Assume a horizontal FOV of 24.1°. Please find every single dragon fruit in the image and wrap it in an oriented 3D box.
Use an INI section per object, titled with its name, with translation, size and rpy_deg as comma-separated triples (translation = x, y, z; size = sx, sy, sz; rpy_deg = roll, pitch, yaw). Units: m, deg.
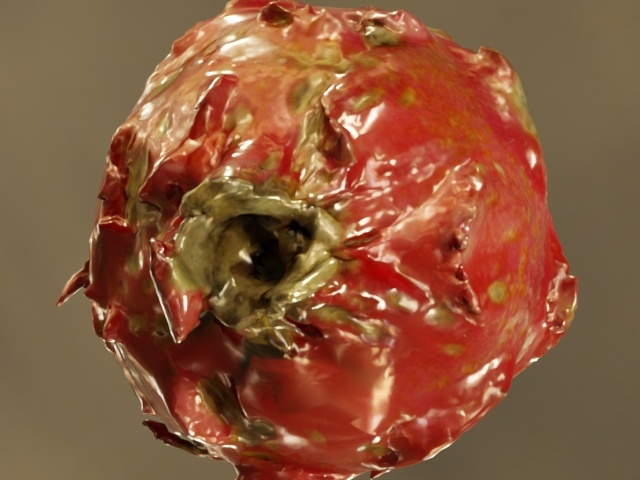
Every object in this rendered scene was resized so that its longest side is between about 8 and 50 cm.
[dragon fruit]
translation = 0.000, 0.000, 0.603
size = 0.210, 0.268, 0.205
rpy_deg = 11, -89, 10
